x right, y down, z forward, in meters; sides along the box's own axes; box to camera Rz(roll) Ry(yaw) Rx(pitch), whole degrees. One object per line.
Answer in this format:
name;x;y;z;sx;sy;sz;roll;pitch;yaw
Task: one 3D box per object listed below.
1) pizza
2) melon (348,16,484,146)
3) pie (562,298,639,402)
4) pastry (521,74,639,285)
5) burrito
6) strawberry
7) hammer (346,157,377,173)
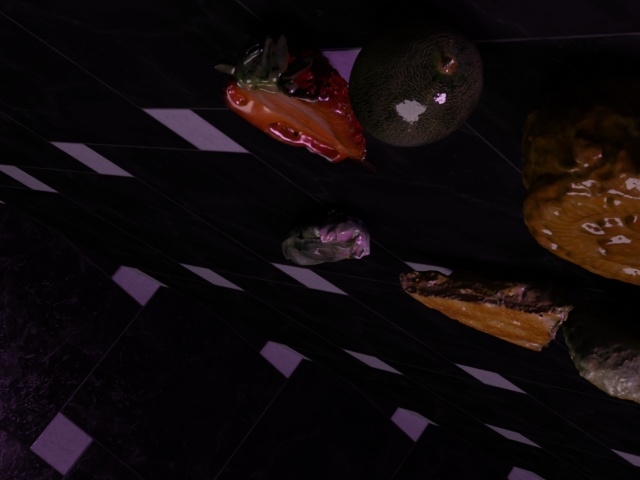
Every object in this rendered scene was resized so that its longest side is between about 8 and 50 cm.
pizza;0.297;0.096;1.692;0.280;0.075;0.288;25;165;-25
melon;0.084;-0.140;1.028;0.114;0.114;0.167;27;169;-14
pie;0.447;0.148;1.426;0.323;0.070;0.323;12;-168;-3
pastry;0.292;-0.057;1.011;0.240;0.132;0.235;18;159;-7
burrito;0.004;-0.001;1.812;0.096;0.066;0.309;23;170;-11
strawberry;-0.020;-0.157;1.204;0.192;0.085;0.140;20;160;-11
hammer;0.016;-0.121;1.418;0.178;0.021;0.065;33;163;-38
